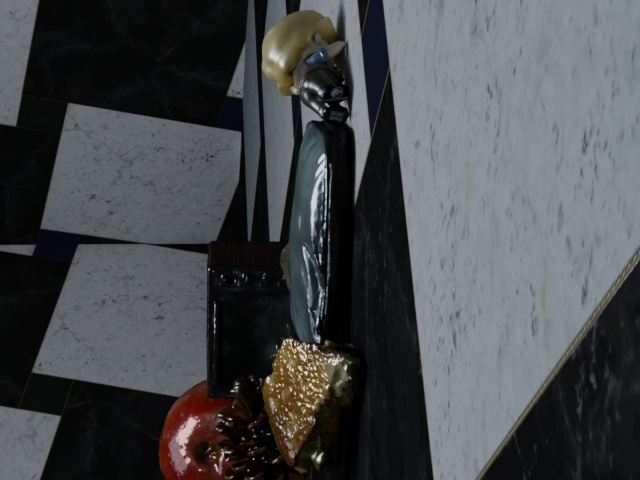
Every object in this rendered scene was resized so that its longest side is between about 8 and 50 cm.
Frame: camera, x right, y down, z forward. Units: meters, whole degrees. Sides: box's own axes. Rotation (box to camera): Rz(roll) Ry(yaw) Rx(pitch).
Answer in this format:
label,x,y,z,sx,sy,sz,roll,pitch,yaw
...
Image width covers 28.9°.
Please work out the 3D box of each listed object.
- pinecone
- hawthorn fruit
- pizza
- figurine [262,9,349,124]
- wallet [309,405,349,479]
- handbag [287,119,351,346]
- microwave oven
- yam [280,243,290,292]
label,x,y,z,sx,sy,sz,roll,pitch,yaw
pinecone,-0.075,0.303,1.908,0.185,0.169,0.212,-174,70,-69
hawthorn fruit,-0.155,0.375,2.172,0.284,0.284,0.284,180,90,-83
pizza,-0.007,0.191,1.593,0.147,0.069,0.226,53,135,38
figurine,-0.007,-0.233,1.667,0.196,0.108,0.114,-128,23,-49
wallet,0.010,0.304,1.698,0.124,0.042,0.230,-122,38,-76
handbag,0.000,0.003,1.686,0.191,0.075,0.332,-126,39,-73
microwave oven,-0.105,0.134,2.094,0.188,0.178,0.247,-115,25,-75
yam,-0.025,0.048,1.883,0.169,0.068,0.068,-120,30,-76
